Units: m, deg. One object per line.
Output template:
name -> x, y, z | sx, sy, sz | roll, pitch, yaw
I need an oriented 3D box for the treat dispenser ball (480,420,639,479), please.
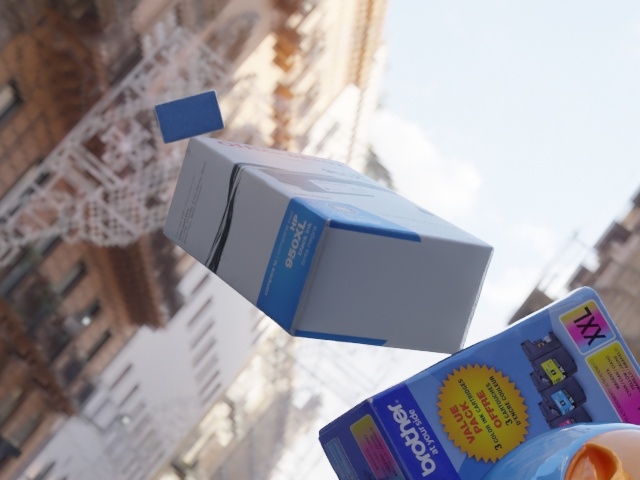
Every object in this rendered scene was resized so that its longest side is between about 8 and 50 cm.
treat dispenser ball -> 0.257, 0.306, 1.302 | 0.288, 0.288, 0.288 | 36, -16, 12

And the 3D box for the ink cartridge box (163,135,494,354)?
ink cartridge box -> 0.000, 0.000, 2.011 | 0.285, 0.166, 0.395 | 9, 14, -35

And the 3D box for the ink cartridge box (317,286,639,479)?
ink cartridge box -> 0.185, 0.253, 1.564 | 0.270, 0.395, 0.151 | 60, -30, 10

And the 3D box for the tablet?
tablet -> -0.171, -0.161, 1.895 | 0.006, 0.083, 0.054 | -118, -167, -78
